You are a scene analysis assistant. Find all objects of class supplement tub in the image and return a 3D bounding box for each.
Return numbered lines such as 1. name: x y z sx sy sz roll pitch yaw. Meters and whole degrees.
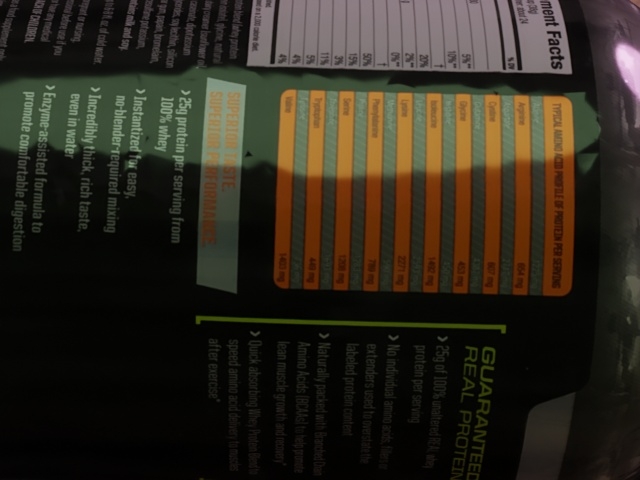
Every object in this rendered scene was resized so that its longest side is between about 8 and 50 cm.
1. supplement tub: 0.000 0.000 0.507 0.338 0.207 0.207 2 42 0
